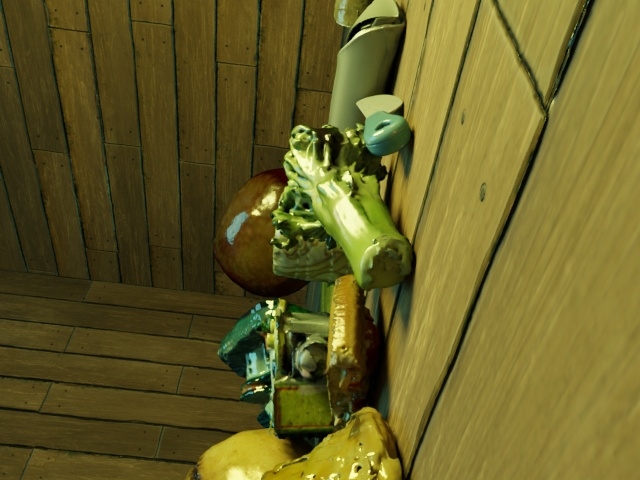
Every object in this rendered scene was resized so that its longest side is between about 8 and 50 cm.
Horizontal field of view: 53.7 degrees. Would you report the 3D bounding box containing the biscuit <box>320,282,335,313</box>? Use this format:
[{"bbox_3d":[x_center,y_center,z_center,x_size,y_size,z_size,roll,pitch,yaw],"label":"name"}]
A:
[{"bbox_3d":[0.021,0.122,1.472,0.322,0.038,0.099,-87,7,-59],"label":"biscuit"}]

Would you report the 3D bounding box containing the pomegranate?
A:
[{"bbox_3d":[-0.082,0.398,0.887,0.260,0.260,0.261,-173,90,-88],"label":"pomegranate"}]

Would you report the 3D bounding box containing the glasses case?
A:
[{"bbox_3d":[0.058,-0.224,0.961,0.308,0.083,0.128,99,176,-47],"label":"glasses case"}]

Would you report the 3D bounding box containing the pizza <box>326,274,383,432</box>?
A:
[{"bbox_3d":[0.039,0.148,0.730,0.188,0.062,0.199,-76,-12,-62],"label":"pizza"}]

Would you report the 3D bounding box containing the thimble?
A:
[{"bbox_3d":[0.000,0.000,1.011,0.190,0.143,0.137,101,174,-68],"label":"thimble"}]

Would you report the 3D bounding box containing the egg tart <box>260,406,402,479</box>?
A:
[{"bbox_3d":[-0.007,0.314,0.555,0.341,0.129,0.341,-175,90,-88],"label":"egg tart"}]

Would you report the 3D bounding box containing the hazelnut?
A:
[{"bbox_3d":[-0.124,-0.023,1.970,0.421,0.352,0.421,-23,-61,-52],"label":"hazelnut"}]

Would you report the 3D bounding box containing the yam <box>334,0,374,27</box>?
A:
[{"bbox_3d":[0.083,-0.503,1.078,0.093,0.093,0.259,-86,4,-50],"label":"yam"}]

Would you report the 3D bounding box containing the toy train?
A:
[{"bbox_3d":[-0.007,0.176,0.915,0.261,0.134,0.178,-155,63,-88],"label":"toy train"}]

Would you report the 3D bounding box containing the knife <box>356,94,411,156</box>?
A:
[{"bbox_3d":[0.075,-0.154,0.770,0.032,0.058,0.244,57,-166,-20],"label":"knife"}]

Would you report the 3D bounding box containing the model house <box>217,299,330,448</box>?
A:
[{"bbox_3d":[-0.067,0.287,1.161,0.253,0.184,0.291,-38,51,46],"label":"model house"}]

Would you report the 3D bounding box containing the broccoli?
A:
[{"bbox_3d":[0.036,-0.029,0.712,0.304,0.145,0.165,-114,39,-65],"label":"broccoli"}]
